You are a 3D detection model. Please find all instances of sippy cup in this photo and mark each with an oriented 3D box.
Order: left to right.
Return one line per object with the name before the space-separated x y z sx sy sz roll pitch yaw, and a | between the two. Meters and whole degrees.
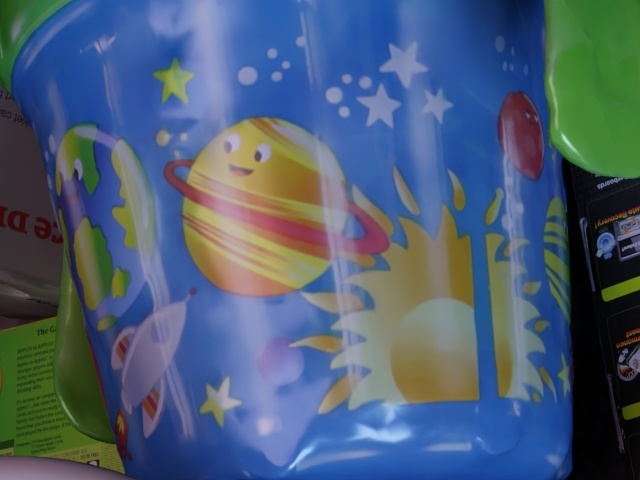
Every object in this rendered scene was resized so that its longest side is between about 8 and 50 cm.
sippy cup | 0.000 0.000 0.770 0.240 0.305 0.224 -8 70 -3

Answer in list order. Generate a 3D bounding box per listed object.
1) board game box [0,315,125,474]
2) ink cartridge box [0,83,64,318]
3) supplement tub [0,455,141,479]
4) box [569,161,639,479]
board game box | -0.115 0.084 0.973 0.181 0.043 0.092 -15 68 35
ink cartridge box | -0.170 -0.090 0.982 0.100 0.172 0.237 -7 73 38
supplement tub | -0.074 0.218 0.691 0.228 0.316 0.228 -4 69 10
box | 0.194 0.012 0.745 0.191 0.045 0.184 -22 67 32
